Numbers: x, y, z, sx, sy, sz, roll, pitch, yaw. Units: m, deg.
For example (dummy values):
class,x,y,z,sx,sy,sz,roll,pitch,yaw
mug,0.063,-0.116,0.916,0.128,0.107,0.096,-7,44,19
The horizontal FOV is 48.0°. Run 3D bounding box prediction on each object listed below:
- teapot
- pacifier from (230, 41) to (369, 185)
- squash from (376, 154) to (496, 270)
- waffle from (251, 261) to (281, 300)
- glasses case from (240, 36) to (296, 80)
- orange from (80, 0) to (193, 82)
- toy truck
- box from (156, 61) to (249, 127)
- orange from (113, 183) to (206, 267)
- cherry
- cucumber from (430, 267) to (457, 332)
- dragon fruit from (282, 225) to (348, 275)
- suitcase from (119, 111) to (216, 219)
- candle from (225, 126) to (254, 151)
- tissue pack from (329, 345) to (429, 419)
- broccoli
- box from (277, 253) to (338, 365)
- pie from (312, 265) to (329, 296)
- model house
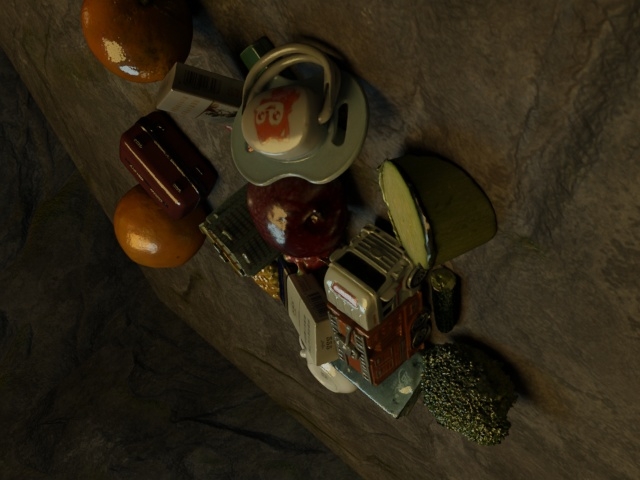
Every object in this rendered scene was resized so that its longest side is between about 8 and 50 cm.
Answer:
class,x,y,z,sx,sy,sz,roll,pitch,yaw
teapot,0.043,0.371,2.235,0.298,0.139,0.204,37,158,22
pacifier,-0.017,-0.206,1.330,0.300,0.244,0.233,2,166,33
squash,0.191,-0.066,1.268,0.220,0.133,0.220,58,169,19
waffle,-0.199,0.095,2.352,0.254,0.052,0.245,37,157,26
glasses case,-0.083,-0.311,1.428,0.184,0.039,0.078,53,159,-13
orange,-0.375,-0.450,1.496,0.240,0.240,0.171,51,154,-7
toy truck,0.119,0.153,1.600,0.173,0.207,0.387,35,155,31
box,-0.210,-0.291,1.498,0.233,0.067,0.149,12,173,-23
orange,-0.532,-0.058,2.400,0.312,0.312,0.312,41,158,21
cherry,-0.054,-0.084,1.553,0.300,0.203,0.230,43,165,56
cucumber,0.261,0.139,1.517,0.058,0.052,0.214,59,169,37
dragon fruit,0.000,0.004,1.702,0.236,0.135,0.137,-13,112,47
suitcase,-0.465,-0.221,2.171,0.297,0.161,0.236,48,160,-1
candle,-0.127,-0.191,1.717,0.329,0.048,0.051,49,-160,-1
tissue pack,0.158,0.303,1.830,0.257,0.185,0.081,36,-165,31
broccoli,0.317,0.327,1.573,0.176,0.197,0.226,20,-163,-15
box,-0.033,0.166,1.803,0.168,0.071,0.259,90,158,-43
pie,0.002,0.112,1.926,0.201,0.090,0.248,55,156,-9
model house,-0.175,-0.031,1.838,0.198,0.224,0.215,52,160,-7
